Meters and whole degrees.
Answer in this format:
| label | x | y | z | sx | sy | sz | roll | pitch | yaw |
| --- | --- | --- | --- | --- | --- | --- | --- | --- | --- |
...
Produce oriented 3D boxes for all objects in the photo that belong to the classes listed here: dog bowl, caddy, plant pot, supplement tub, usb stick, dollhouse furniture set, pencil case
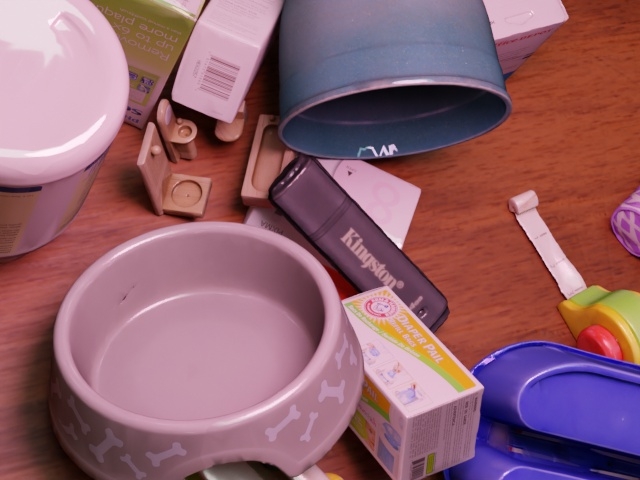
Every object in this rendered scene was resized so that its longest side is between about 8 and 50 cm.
| label | x | y | z | sx | sy | sz | roll | pitch | yaw |
| --- | --- | --- | --- | --- | --- | --- | --- | --- | --- |
| dog bowl | -0.128 | 0.116 | 1.653 | 0.349 | 0.102 | 0.348 | -2 | 45 | 2 |
| caddy | 0.311 | 0.253 | 1.812 | 0.341 | 0.179 | 0.241 | 16 | 88 | -14 |
| plant pot | 0.074 | -0.256 | 1.795 | 0.272 | 0.271 | 0.255 | 0 | 75 | -20 |
| supplement tub | -0.346 | -0.117 | 1.635 | 0.235 | 0.325 | 0.235 | 7 | 68 | -17 |
| usb stick | 0.047 | 0.012 | 1.824 | 0.278 | 0.045 | 0.077 | 46 | 74 | -20 |
| dollhouse furniture set | -0.115 | -0.111 | 1.800 | 0.151 | 0.123 | 0.144 | 7 | 64 | 10 |
| pencil case | 0.475 | -0.062 | 2.046 | 0.206 | 0.086 | 0.088 | -38 | 109 | -26 |

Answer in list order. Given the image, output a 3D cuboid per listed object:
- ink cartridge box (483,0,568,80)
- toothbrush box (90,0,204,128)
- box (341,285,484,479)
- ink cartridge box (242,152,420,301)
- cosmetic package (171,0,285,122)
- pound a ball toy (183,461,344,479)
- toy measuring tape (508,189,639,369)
| label | x | y | z | sx | sy | sz | roll | pitch | yaw |
| --- | --- | --- | --- | --- | --- | --- | --- | --- | --- |
| ink cartridge box | 0.206 | -0.258 | 1.962 | 0.140 | 0.190 | 0.082 | -17 | 76 | -25 |
| toothbrush box | -0.248 | -0.271 | 1.754 | 0.206 | 0.283 | 0.122 | 24 | 65 | -10 |
| box | 0.082 | 0.162 | 1.748 | 0.103 | 0.114 | 0.203 | -18 | 42 | -25 |
| ink cartridge box | 0.000 | 0.000 | 1.867 | 0.189 | 0.066 | 0.232 | 25 | 59 | -9 |
| cosmetic package | -0.098 | -0.253 | 1.845 | 0.085 | 0.117 | 0.231 | 23 | 35 | -3 |
| pound a ball toy | 0.010 | 0.314 | 1.660 | 0.319 | 0.208 | 0.136 | 45 | 62 | 2 |
| toy measuring tape | 0.351 | 0.067 | 1.931 | 0.121 | 0.121 | 0.330 | -24 | 79 | -26 |
